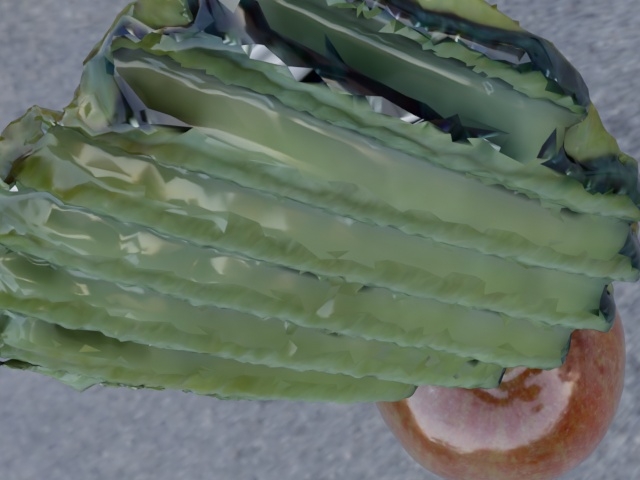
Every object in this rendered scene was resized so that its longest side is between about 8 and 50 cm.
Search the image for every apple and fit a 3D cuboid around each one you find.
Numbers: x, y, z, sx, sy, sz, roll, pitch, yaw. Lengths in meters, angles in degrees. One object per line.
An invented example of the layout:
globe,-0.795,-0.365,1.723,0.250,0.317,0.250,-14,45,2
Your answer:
apple,0.127,0.085,1.151,0.188,0.174,0.188,-1,73,5

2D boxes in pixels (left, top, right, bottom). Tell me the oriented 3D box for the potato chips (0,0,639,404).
potato chips,0.000,0.000,0.869,0.358,0.429,0.070,-43,46,38
